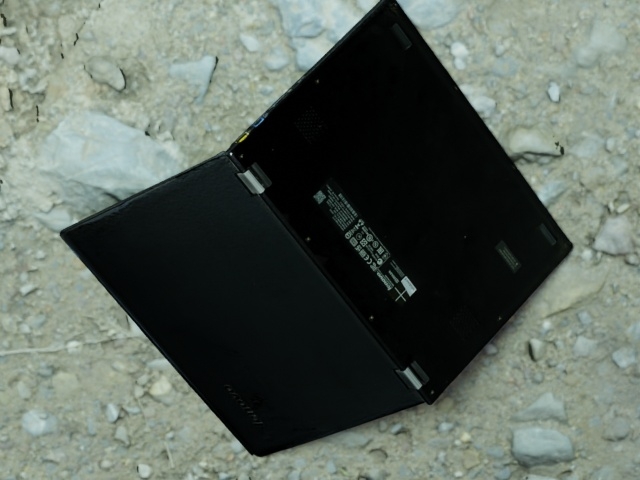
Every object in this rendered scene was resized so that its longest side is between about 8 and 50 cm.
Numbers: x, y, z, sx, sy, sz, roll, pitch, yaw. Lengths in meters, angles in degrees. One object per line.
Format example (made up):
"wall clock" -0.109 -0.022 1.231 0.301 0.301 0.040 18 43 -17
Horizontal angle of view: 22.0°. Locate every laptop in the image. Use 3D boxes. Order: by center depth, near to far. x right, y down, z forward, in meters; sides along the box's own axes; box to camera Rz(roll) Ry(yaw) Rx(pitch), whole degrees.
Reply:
"laptop" 0.000 0.000 1.890 0.408 0.236 0.382 -46 113 -17
